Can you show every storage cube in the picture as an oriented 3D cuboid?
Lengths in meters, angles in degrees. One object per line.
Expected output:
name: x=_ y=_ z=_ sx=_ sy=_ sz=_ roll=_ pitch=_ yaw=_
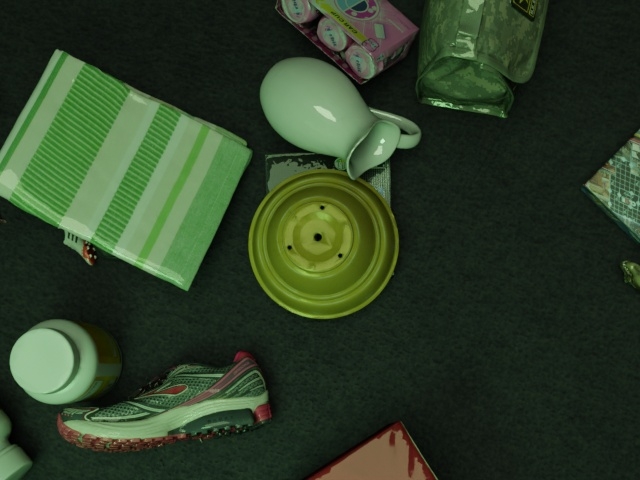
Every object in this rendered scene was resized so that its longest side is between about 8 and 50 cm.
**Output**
storage cube: x=0.068 y=0.371 z=1.608 sx=0.193 sy=0.215 sz=0.184 roll=-32 pitch=82 yaw=-6

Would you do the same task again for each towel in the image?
towel: x=-0.286 y=-0.105 z=1.712 sx=0.324 sy=0.038 sz=0.248 roll=26 pitch=71 yaw=-6

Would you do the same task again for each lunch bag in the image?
lunch bag: x=0.223 y=-0.319 z=1.625 sx=0.168 sy=0.287 sz=0.235 roll=10 pitch=84 yaw=6

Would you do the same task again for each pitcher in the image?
pitcher: x=0.029 y=-0.181 z=1.708 sx=0.207 sy=0.177 sz=0.126 roll=37 pitch=122 yaw=30

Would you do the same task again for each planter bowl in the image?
planter bowl: x=0.000 y=0.000 z=1.664 sx=0.217 sy=0.090 sz=0.217 roll=-1 pitch=84 yaw=5

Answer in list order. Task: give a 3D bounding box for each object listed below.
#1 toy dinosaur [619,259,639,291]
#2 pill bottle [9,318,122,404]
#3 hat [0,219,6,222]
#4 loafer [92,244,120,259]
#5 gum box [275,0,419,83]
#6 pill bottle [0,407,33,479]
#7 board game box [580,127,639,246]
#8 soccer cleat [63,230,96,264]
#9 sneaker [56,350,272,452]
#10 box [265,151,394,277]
toy dinosaur: x=0.516 y=0.131 z=1.646 sx=0.064 sy=0.118 sz=0.268 roll=-22 pitch=83 yaw=-31
pill bottle: x=-0.357 y=0.170 z=1.662 sx=0.117 sy=0.208 sz=0.118 roll=-1 pitch=84 yaw=5
hat: x=-0.574 y=-0.155 z=1.810 sx=0.172 sy=0.184 sz=0.209 roll=-6 pitch=42 yaw=-2
loafer: x=-0.332 y=-0.104 z=1.751 sx=0.096 sy=0.084 sz=0.268 roll=-19 pitch=83 yaw=4
gum box: x=0.042 y=-0.317 z=1.720 sx=0.188 sy=0.062 sz=0.107 roll=43 pitch=53 yaw=14
pill bottle: x=-0.532 y=0.263 z=1.704 sx=0.136 sy=0.136 sz=0.245 roll=-45 pitch=82 yaw=-1
board game box: x=0.515 y=-0.050 z=1.693 sx=0.165 sy=0.042 sz=0.243 roll=-44 pitch=82 yaw=-1
soccer cleat: x=-0.362 y=0.004 z=1.773 sx=0.035 sy=0.029 sz=0.083 roll=-31 pitch=79 yaw=10
sneaker: x=-0.223 y=0.234 z=1.688 sx=0.299 sy=0.121 sz=0.112 roll=-7 pitch=74 yaw=-15
box: x=0.013 y=-0.035 z=1.735 sx=0.184 sy=0.045 sz=0.191 roll=-1 pitch=83 yaw=3
